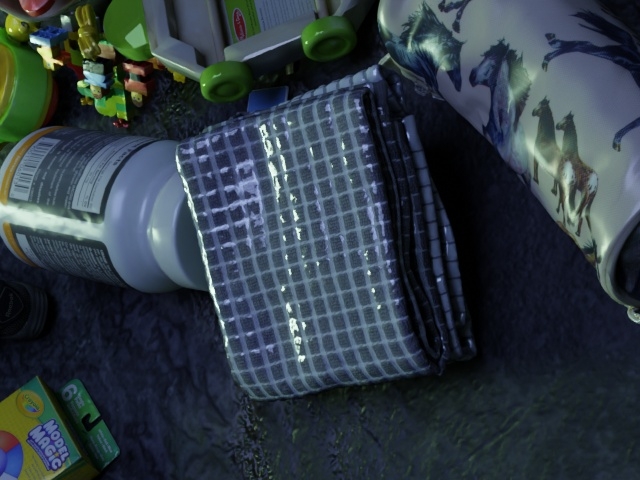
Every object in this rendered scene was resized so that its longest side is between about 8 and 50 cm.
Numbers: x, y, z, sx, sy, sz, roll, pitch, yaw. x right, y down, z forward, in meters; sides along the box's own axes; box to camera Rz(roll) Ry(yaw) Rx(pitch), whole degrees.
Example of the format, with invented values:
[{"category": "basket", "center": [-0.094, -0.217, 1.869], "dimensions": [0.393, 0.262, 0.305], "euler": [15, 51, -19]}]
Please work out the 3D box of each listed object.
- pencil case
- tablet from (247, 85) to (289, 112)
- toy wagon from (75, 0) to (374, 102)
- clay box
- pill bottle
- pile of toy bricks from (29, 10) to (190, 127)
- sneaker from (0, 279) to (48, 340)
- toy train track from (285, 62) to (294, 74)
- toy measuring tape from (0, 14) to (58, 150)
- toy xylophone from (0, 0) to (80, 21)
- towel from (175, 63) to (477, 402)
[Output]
[{"category": "pencil case", "center": [0.210, -0.111, 1.448], "dimensions": [0.410, 0.160, 0.183], "euler": [53, 133, 38]}, {"category": "tablet", "center": [-0.059, -0.122, 1.775], "dimensions": [0.054, 0.006, 0.083], "euler": [-4, 74, 39]}, {"category": "toy wagon", "center": [-0.098, -0.273, 1.769], "dimensions": [0.344, 0.068, 0.267], "euler": [-21, 61, 18]}, {"category": "clay box", "center": [-0.336, 0.245, 1.806], "dimensions": [0.222, 0.053, 0.127], "euler": [-37, 54, 0]}, {"category": "pill bottle", "center": [-0.201, -0.031, 1.759], "dimensions": [0.278, 0.162, 0.162], "euler": [10, 82, 40]}, {"category": "pile of toy bricks", "center": [-0.235, -0.180, 1.892], "dimensions": [0.212, 0.118, 0.105], "euler": [16, 125, 31]}, {"category": "sneaker", "center": [-0.431, 0.075, 1.936], "dimensions": [0.227, 0.130, 0.087], "euler": [-3, 74, 45]}, {"category": "toy train track", "center": [-0.021, -0.204, 1.766], "dimensions": [0.083, 0.014, 0.048], "euler": [-14, 67, 35]}, {"category": "toy measuring tape", "center": [-0.388, -0.115, 1.980], "dimensions": [0.121, 0.121, 0.330], "euler": [23, 97, 42]}, {"category": "toy xylophone", "center": [-0.271, -0.392, 1.957], "dimensions": [0.322, 0.081, 0.236], "euler": [-39, 52, 5]}, {"category": "towel", "center": [0.000, 0.000, 1.551], "dimensions": [0.235, 0.121, 0.284], "euler": [-15, 91, 40]}]
